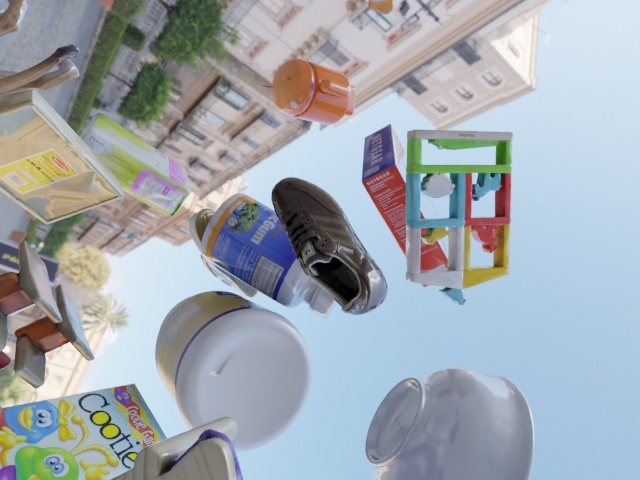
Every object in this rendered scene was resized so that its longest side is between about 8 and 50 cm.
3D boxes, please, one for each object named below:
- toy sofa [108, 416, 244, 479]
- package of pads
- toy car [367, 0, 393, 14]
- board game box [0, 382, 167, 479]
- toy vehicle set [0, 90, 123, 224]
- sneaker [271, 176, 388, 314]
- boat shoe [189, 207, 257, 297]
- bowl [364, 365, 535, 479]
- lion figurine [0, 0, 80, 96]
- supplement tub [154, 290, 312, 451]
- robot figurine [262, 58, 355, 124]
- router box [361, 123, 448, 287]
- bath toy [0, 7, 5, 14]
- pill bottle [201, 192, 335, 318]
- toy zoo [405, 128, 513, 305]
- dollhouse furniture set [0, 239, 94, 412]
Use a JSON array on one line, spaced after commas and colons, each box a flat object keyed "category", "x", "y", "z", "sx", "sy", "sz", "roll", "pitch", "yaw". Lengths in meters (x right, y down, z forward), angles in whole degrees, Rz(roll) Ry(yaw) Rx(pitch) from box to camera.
[{"category": "toy sofa", "x": -0.068, "y": 0.351, "z": 0.401, "sx": 0.177, "sy": 0.150, "sz": 0.363, "roll": -30, "pitch": -108, "yaw": 9}, {"category": "package of pads", "x": -0.503, "y": -0.205, "z": 1.233, "sx": 0.101, "sy": 0.296, "sz": 0.229, "roll": -51, "pitch": -151, "yaw": 10}, {"category": "toy car", "x": 0.149, "y": -0.702, "z": 1.141, "sx": 0.210, "sy": 0.238, "sz": 0.219, "roll": -36, "pitch": -146, "yaw": -18}, {"category": "board game box", "x": -0.363, "y": 0.312, "z": 0.606, "sx": 0.142, "sy": 0.275, "sz": 0.144, "roll": 45, "pitch": -76, "yaw": 24}, {"category": "toy vehicle set", "x": -0.493, "y": -0.133, "z": 0.798, "sx": 0.166, "sy": 0.267, "sz": 0.035, "roll": -19, "pitch": -119, "yaw": -2}, {"category": "sneaker", "x": 0.000, "y": 0.000, "z": 0.500, "sx": 0.188, "sy": 0.071, "sz": 0.066, "roll": 48, "pitch": -64, "yaw": 16}, {"category": "boat shoe", "x": -0.235, "y": 0.035, "z": 1.047, "sx": 0.096, "sy": 0.277, "sz": 0.098, "roll": 8, "pitch": -128, "yaw": 30}, {"category": "bowl", "x": 0.160, "y": 0.304, "z": 0.685, "sx": 0.298, "sy": 0.134, "sz": 0.298, "roll": -56, "pitch": -176, "yaw": 7}, {"category": "lion figurine", "x": -0.544, "y": -0.273, "z": 0.625, "sx": 0.392, "sy": 0.142, "sz": 0.240, "roll": 27, "pitch": -124, "yaw": 22}, {"category": "supplement tub", "x": -0.187, "y": 0.228, "z": 0.888, "sx": 0.331, "sy": 0.241, "sz": 0.241, "roll": 6, "pitch": -110, "yaw": 61}, {"category": "robot figurine", "x": -0.020, "y": -0.338, "z": 1.042, "sx": 0.128, "sy": 0.219, "sz": 0.158, "roll": -57, "pitch": -131, "yaw": 32}, {"category": "router box", "x": 0.211, "y": -0.100, "z": 1.117, "sx": 0.082, "sy": 0.301, "sz": 0.335, "roll": -26, "pitch": -158, "yaw": 19}, {"category": "bath toy", "x": -0.634, "y": -0.570, "z": 0.795, "sx": 0.129, "sy": 0.151, "sz": 0.348, "roll": -68, "pitch": 171, "yaw": -62}, {"category": "pill bottle", "x": -0.077, "y": 0.034, "z": 0.875, "sx": 0.152, "sy": 0.272, "sz": 0.152, "roll": -58, "pitch": 170, "yaw": -16}, {"category": "toy zoo", "x": 0.236, "y": -0.036, "z": 0.770, "sx": 0.030, "sy": 0.192, "sz": 0.293, "roll": -161, "pitch": -111, "yaw": -71}, {"category": "dollhouse furniture set", "x": -0.395, "y": 0.070, "z": 0.410, "sx": 0.262, "sy": 0.259, "sz": 0.135, "roll": -27, "pitch": -130, "yaw": -17}]
